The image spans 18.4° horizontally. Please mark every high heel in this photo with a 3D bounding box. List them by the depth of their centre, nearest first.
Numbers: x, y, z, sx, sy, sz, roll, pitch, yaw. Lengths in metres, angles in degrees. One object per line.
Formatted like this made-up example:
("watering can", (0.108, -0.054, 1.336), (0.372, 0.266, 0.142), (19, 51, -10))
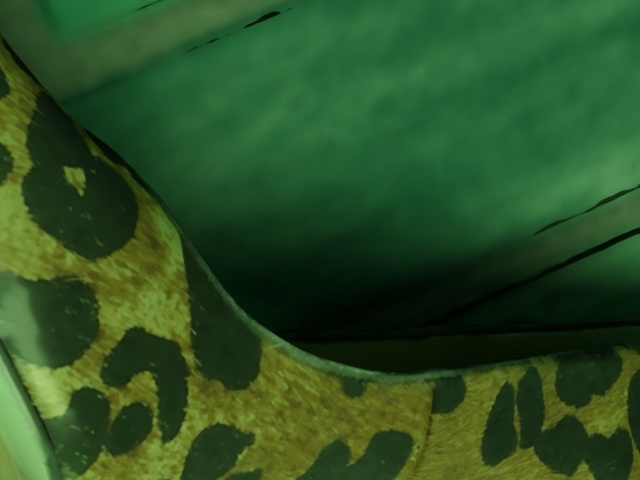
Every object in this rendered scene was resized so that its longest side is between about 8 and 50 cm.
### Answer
("high heel", (0.000, 0.000, 0.407), (0.186, 0.093, 0.261), (-39, 126, -23))
